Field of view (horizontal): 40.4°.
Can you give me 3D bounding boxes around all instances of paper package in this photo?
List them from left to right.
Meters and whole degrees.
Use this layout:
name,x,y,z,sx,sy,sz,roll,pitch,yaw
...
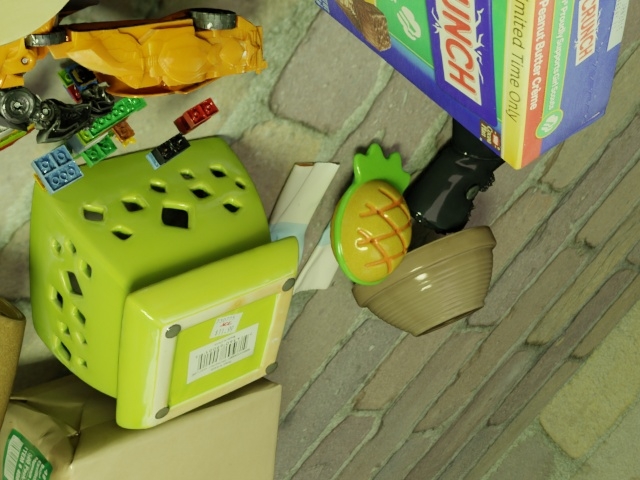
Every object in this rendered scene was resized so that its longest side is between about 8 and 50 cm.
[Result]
name,x,y,z,sx,sy,sz,roll,pitch,yaw
paper package,-0.212,0.318,1.029,0.309,0.168,0.325,-14,117,-46

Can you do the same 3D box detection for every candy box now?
name,x,y,z,sx,sy,sz,roll,pitch,yaw
candy box,0.112,-0.256,0.756,0.122,0.317,0.268,-34,147,-15

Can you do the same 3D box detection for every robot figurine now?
name,x,y,z,sx,sy,sz,roll,pitch,yaw
robot figurine,-0.171,-0.194,0.702,0.291,0.085,0.211,-16,119,-38

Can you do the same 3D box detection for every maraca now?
name,x,y,z,sx,sy,sz,roll,pitch,yaw
maraca,0.071,-0.033,1.149,0.127,0.099,0.186,17,81,-44

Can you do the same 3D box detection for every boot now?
name,x,y,z,sx,sy,sz,roll,pitch,yaw
boot,0.195,-0.112,1.236,0.207,0.094,0.246,-52,154,6

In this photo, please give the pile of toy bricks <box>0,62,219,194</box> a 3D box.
name,x,y,z,sx,sy,sz,roll,pitch,yaw
pile of toy bricks,-0.205,-0.102,0.807,0.212,0.118,0.105,-37,-172,-31

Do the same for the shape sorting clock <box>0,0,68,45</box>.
name,x,y,z,sx,sy,sz,roll,pitch,yaw
shape sorting clock,-0.247,-0.222,0.555,0.206,0.206,0.040,-27,-172,-26

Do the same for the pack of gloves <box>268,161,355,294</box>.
name,x,y,z,sx,sy,sz,roll,pitch,yaw
pack of gloves,0.000,0.000,1.195,0.195,0.046,0.232,-5,132,-45

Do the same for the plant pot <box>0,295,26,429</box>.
name,x,y,z,sx,sy,sz,roll,pitch,yaw
plant pot,-0.390,0.152,0.792,0.254,0.237,0.237,-60,149,-4

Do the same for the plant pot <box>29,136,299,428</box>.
name,x,y,z,sx,sy,sz,roll,pitch,yaw
plant pot,-0.158,0.052,0.923,0.228,0.207,0.227,-20,141,-35

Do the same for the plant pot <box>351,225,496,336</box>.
name,x,y,z,sx,sy,sz,roll,pitch,yaw
plant pot,0.175,0.076,1.337,0.237,0.110,0.237,-22,167,-5
